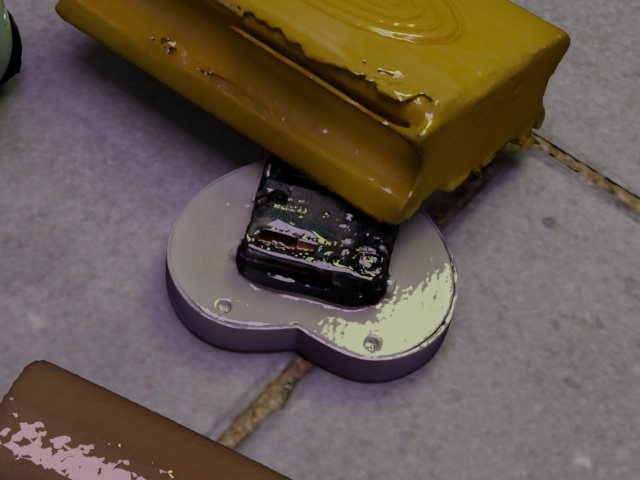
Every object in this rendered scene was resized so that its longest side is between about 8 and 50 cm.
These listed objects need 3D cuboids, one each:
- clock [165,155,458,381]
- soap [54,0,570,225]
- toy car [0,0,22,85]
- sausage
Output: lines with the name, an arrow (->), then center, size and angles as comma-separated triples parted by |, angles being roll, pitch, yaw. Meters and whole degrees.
clock -> 0.000, 0.000, 1.134 | 0.198, 0.064, 0.172 | 15, 55, 2
soap -> -0.005, -0.155, 1.184 | 0.324, 0.096, 0.204 | 34, 41, 21
toy car -> -0.330, -0.181, 1.146 | 0.190, 0.188, 0.255 | -37, 67, -20
sausage -> -0.078, 0.174, 0.963 | 0.253, 0.123, 0.123 | 24, 55, 9
